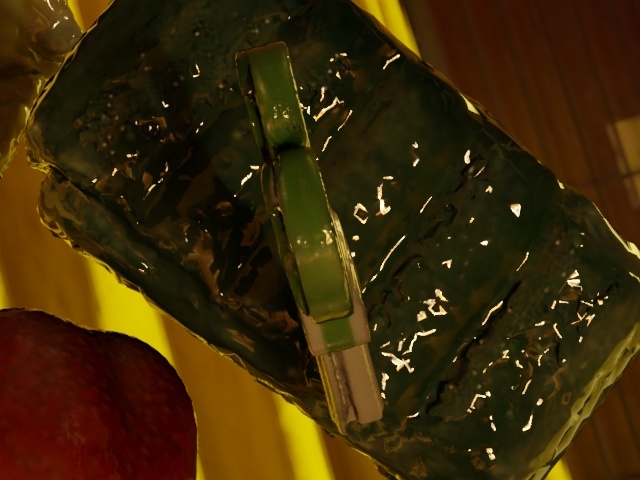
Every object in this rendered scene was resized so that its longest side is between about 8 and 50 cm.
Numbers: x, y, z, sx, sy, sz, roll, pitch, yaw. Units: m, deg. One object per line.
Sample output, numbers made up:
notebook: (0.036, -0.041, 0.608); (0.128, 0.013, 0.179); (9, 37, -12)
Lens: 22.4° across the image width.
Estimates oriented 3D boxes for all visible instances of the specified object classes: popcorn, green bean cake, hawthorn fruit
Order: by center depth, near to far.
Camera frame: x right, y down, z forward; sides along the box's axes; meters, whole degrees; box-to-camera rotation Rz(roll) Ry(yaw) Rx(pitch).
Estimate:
hawthorn fruit: (-0.133, 0.128, 0.725); (0.169, 0.188, 0.169); (-3, -37, -2)
green bean cake: (0.000, 0.000, 0.854); (0.169, 0.300, 0.308); (-52, 1, -5)
popcorn: (-0.351, -0.210, 1.500); (0.293, 0.293, 0.237); (-19, 7, 16)

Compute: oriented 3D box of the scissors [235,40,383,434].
scissors: (0.002, 0.020, 0.600); (0.027, 0.101, 0.204); (-13, -35, 2)
